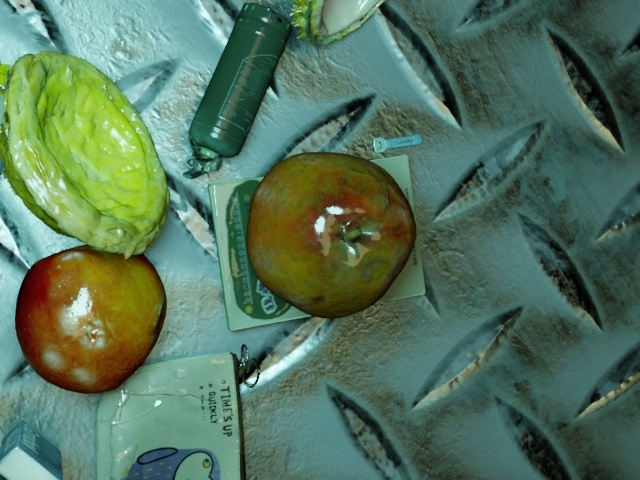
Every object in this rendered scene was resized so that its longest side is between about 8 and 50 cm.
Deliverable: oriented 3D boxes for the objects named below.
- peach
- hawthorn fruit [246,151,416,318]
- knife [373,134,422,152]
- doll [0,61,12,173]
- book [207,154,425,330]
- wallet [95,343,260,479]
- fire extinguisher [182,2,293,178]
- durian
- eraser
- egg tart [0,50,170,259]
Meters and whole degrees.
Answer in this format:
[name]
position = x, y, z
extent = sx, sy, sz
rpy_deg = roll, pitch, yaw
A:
[peach]
position = -0.355, 0.119, 1.363
extent = 0.243, 0.199, 0.244
rpy_deg = -1, 92, -32
[hawthorn fruit]
position = 0.025, -0.006, 1.373
extent = 0.276, 0.298, 0.277
rpy_deg = 0, 91, -16
[knife]
position = 0.142, -0.178, 1.588
extent = 0.096, 0.010, 0.027
rpy_deg = -10, 96, -16
[doll]
position = -0.528, -0.166, 1.353
extent = 0.135, 0.099, 0.241
rpy_deg = 22, 85, 7
[book]
position = 0.000, 0.000, 1.540
extent = 0.370, 0.043, 0.261
rpy_deg = -10, 96, -16
[wallet]
position = -0.238, 0.347, 1.473
extent = 0.274, 0.068, 0.336
rpy_deg = -2, 94, -18
[fire extinguisher]
position = -0.148, -0.239, 1.453
extent = 0.095, 0.114, 0.311
rpy_deg = 22, 88, 10
[durian]
position = 0.031, -0.423, 1.466
extent = 0.305, 0.185, 0.196
rpy_deg = -39, 146, -45
[eraser]
position = -0.444, 0.333, 1.338
extent = 0.092, 0.212, 0.046
rpy_deg = 46, 79, -14
[egg tart]
position = -0.372, -0.117, 1.321
extent = 0.132, 0.345, 0.345
rpy_deg = -27, 101, 20
